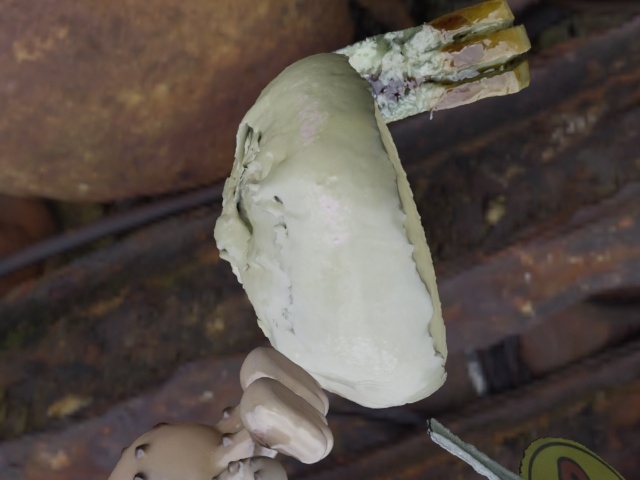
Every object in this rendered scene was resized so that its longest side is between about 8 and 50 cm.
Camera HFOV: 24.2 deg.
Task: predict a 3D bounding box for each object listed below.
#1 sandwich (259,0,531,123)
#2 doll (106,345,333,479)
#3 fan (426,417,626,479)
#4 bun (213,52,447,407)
[{"bbox_3d":[0.077,-0.171,1.595,0.289,0.099,0.254,-16,-175,1],"label":"sandwich"},{"bbox_3d":[-0.092,0.181,0.771,0.119,0.154,0.278,35,110,-11],"label":"doll"},{"bbox_3d":[0.207,0.237,1.218,0.335,0.229,0.011,36,121,-23],"label":"fan"},{"bbox_3d":[0.000,0.000,1.113,0.146,0.287,0.287,-16,143,1],"label":"bun"}]
